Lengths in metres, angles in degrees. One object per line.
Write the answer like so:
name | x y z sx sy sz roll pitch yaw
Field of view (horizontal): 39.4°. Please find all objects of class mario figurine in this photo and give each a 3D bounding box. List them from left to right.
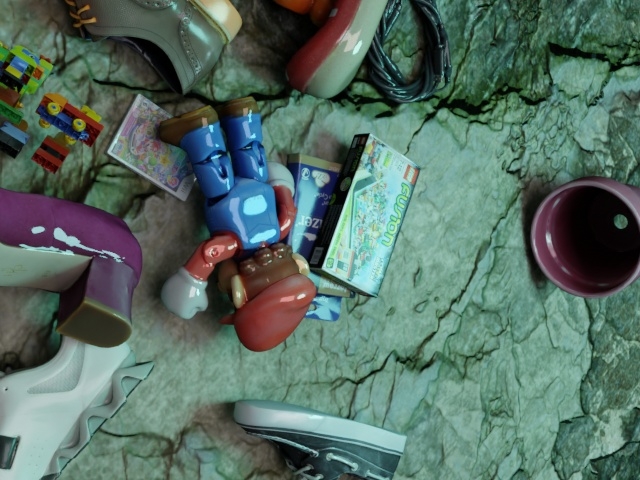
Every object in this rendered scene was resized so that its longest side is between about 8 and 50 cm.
mario figurine | -0.118 -0.011 1.152 0.198 0.170 0.321 -14 96 -2

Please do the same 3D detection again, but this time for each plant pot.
plant pot | 0.489 -0.020 1.534 0.180 0.201 0.201 -21 105 -49

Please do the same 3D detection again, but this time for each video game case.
video game case | -0.203 -0.117 1.133 0.122 0.011 0.087 34 73 -32

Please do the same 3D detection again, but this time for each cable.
cable | 0.128 -0.302 1.345 0.150 0.047 0.185 -15 104 -29

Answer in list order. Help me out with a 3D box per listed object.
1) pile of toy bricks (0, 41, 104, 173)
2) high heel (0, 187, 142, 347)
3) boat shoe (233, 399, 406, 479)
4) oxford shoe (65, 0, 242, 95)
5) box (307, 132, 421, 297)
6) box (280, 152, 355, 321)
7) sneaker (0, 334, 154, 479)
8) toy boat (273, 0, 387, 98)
pile of toy bricks | -0.337 -0.180 0.994 0.212 0.118 0.105 34 44 -15
high heel | -0.352 -0.029 0.950 0.127 0.181 0.377 -34 130 19
boat shoe | -0.002 0.292 1.247 0.301 0.108 0.102 24 77 -41
oxford shoe | -0.254 -0.306 1.020 0.363 0.130 0.133 35 79 -31
box | 0.065 -0.035 1.269 0.114 0.036 0.207 28 75 -35
box | 0.000 0.000 1.270 0.136 0.036 0.225 11 87 -36
sneaker | -0.349 0.221 0.998 0.146 0.122 0.330 42 69 -10
toy boat | 0.004 -0.313 1.213 0.151 0.151 0.231 22 77 -3
